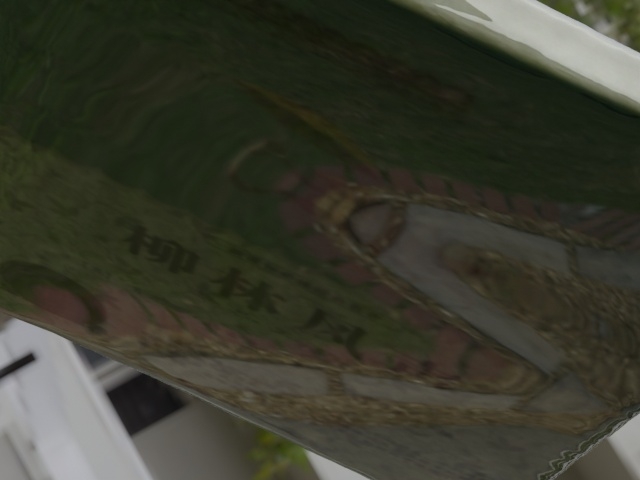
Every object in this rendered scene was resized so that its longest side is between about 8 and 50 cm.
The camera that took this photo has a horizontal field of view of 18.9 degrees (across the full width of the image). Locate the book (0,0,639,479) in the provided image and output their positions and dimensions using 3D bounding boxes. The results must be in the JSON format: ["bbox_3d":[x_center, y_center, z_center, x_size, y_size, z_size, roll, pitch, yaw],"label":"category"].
[{"bbox_3d":[0.000,0.000,0.680,0.264,0.031,0.379,24,-24,-2],"label":"book"}]
